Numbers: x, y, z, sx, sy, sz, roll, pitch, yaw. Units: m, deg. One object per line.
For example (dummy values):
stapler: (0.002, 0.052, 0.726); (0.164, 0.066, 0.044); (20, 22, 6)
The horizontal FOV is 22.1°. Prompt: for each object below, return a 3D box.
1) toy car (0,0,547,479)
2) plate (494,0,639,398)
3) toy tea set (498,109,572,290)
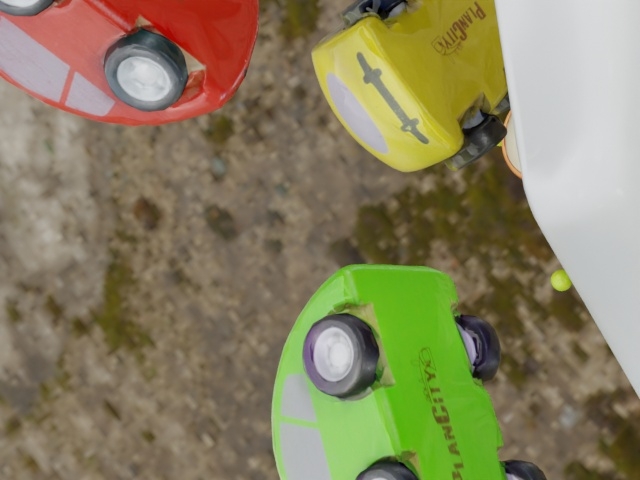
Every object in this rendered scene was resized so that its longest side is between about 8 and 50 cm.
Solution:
toy car: (0.000, 0.000, 0.459); (0.053, 0.239, 0.225); (-31, 67, 38)
plate: (0.086, -0.041, 0.292); (0.277, 0.045, 0.278); (-114, 8, -51)
toy tea set: (0.304, -0.100, 1.439); (0.336, 0.124, 0.200); (-36, 59, 24)
